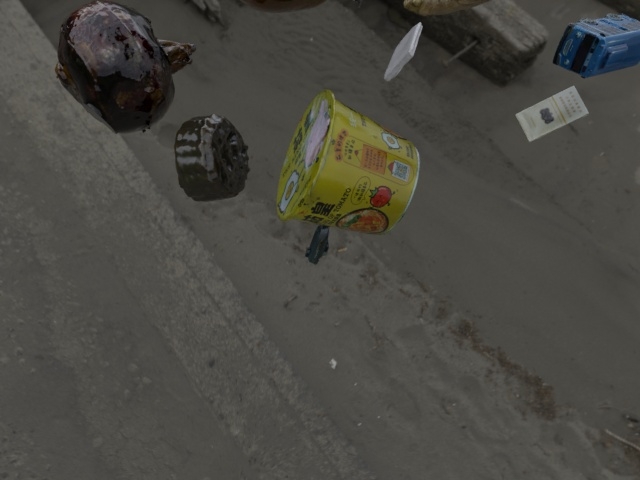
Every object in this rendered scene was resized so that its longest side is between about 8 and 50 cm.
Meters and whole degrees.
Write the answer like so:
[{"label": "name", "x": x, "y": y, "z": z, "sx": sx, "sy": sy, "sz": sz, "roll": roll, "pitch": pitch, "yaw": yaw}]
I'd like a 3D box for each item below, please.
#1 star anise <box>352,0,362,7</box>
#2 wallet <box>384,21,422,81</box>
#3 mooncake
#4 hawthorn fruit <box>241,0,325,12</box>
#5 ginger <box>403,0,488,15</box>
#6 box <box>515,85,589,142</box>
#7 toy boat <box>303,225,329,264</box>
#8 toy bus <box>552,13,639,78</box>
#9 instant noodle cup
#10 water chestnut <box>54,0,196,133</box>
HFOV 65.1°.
[{"label": "star anise", "x": 0.104, "y": -0.901, "z": 1.624, "sx": 0.198, "sy": 0.258, "sz": 0.111, "roll": 20, "pitch": 37, "yaw": 9}, {"label": "wallet", "x": 0.235, "y": -0.528, "z": 1.410, "sx": 0.032, "sy": 0.124, "sz": 0.183, "roll": 33, "pitch": 49, "yaw": -13}, {"label": "mooncake", "x": -0.276, "y": -0.214, "z": 1.310, "sx": 0.124, "sy": 0.228, "sz": 0.228, "roll": 1, "pitch": 59, "yaw": 22}, {"label": "hawthorn fruit", "x": -0.103, "y": -0.613, "z": 1.049, "sx": 0.300, "sy": 0.268, "sz": 0.268, "roll": -28, "pitch": 71, "yaw": -25}, {"label": "ginger", "x": 0.295, "y": -0.560, "z": 1.158, "sx": 0.213, "sy": 0.137, "sz": 0.074, "roll": -16, "pitch": 100, "yaw": 8}, {"label": "box", "x": 0.642, "y": -0.350, "z": 1.398, "sx": 0.167, "sy": 0.024, "sz": 0.090, "roll": -25, "pitch": 80, "yaw": 17}, {"label": "toy boat", "x": 0.000, "y": 0.000, "z": 1.449, "sx": 0.060, "sy": 0.141, "sz": 0.055, "roll": 11, "pitch": 33, "yaw": -16}, {"label": "toy bus", "x": 0.575, "y": -0.395, "z": 1.017, "sx": 0.184, "sy": 0.090, "sz": 0.106, "roll": -20, "pitch": 50, "yaw": -26}, {"label": "instant noodle cup", "x": 0.066, "y": -0.162, "z": 1.210, "sx": 0.254, "sy": 0.325, "sz": 0.326, "roll": 18, "pitch": 60, "yaw": -20}, {"label": "water chestnut", "x": -0.486, "y": -0.450, "z": 1.285, "sx": 0.347, "sy": 0.335, "sz": 0.335, "roll": -37, "pitch": 75, "yaw": -20}]
